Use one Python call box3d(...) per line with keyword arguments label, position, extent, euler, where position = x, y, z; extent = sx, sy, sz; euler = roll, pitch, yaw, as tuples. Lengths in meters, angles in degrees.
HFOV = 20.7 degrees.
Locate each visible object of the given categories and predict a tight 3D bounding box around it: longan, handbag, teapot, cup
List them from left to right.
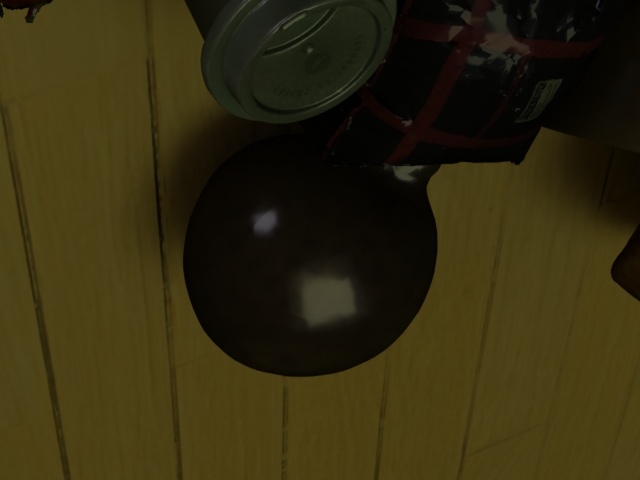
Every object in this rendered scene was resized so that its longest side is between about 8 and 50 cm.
box3d(label="cup", position=(-0.034, -0.147, 1.003), extent=(0.120, 0.141, 0.120), euler=(-25, 149, -16))
box3d(label="longan", position=(0.000, 0.000, 1.207), extent=(0.204, 0.159, 0.185), euler=(-44, 138, 7))
box3d(label="handbag", position=(0.083, -0.142, 1.090), extent=(0.169, 0.155, 0.215), euler=(-1, 139, -28))
box3d(label="teapot", position=(0.239, -0.150, 1.210), extent=(0.267, 0.185, 0.175), euler=(-23, 129, -74))

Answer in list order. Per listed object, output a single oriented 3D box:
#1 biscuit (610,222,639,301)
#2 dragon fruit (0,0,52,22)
box3d(label="biscuit", position=(0.370, -0.067, 1.418), extent=(0.314, 0.063, 0.367), euler=(-44, 168, 17))
box3d(label="dragon fruit", position=(-0.161, -0.199, 0.869), extent=(0.142, 0.138, 0.175), euler=(-59, 139, -22))
